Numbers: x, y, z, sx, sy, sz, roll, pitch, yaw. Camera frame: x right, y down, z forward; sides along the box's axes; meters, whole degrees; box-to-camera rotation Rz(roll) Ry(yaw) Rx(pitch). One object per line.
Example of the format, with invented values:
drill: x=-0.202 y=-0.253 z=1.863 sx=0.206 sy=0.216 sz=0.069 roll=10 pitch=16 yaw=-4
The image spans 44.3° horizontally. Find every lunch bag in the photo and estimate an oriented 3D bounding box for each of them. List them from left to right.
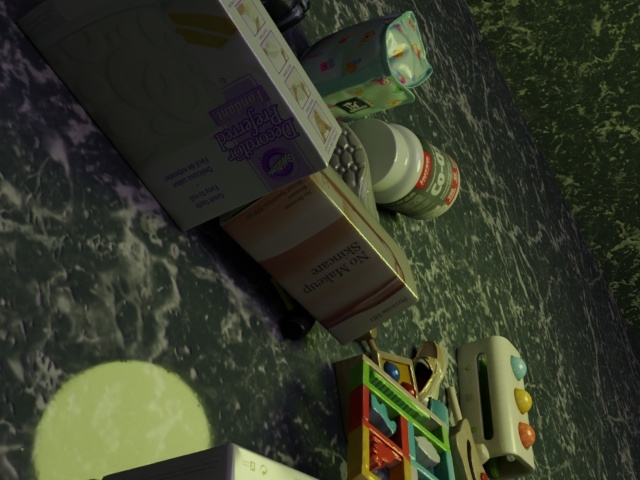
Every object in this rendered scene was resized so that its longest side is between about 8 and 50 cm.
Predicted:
lunch bag: x=0.068 y=-0.312 z=1.468 sx=0.160 sy=0.223 sz=0.262 roll=67 pitch=27 yaw=-19

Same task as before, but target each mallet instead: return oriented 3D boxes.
mallet: x=-0.064 y=0.058 z=1.186 sx=0.190 sy=0.039 sz=0.062 roll=64 pitch=27 yaw=-2

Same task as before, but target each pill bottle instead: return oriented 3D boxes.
pill bottle: x=0.156 y=-0.141 z=1.578 sx=0.283 sy=0.161 sz=0.161 roll=16 pitch=58 yaw=-57

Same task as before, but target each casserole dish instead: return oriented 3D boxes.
casserole dish: x=0.190 y=0.356 z=1.331 sx=0.114 sy=0.037 sz=0.189 roll=-68 pitch=163 yaw=-72

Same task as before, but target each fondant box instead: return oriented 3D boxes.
fondant box: x=-0.162 y=-0.196 z=0.959 sx=0.330 sy=0.238 sz=0.096 roll=54 pitch=30 yaw=-26

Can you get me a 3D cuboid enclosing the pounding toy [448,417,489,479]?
pounding toy: x=0.297 y=0.455 z=1.419 sx=0.154 sy=0.154 sz=0.270 roll=15 pitch=55 yaw=-60

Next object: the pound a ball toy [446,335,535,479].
pound a ball toy: x=0.361 y=0.349 z=1.636 sx=0.208 sy=0.135 sz=0.319 roll=45 pitch=35 yaw=-39

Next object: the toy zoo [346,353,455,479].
toy zoo: x=0.114 y=0.305 z=1.080 sx=0.192 sy=0.030 sz=0.293 roll=42 pitch=22 yaw=-17

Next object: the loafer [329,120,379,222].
loafer: x=0.045 y=-0.063 z=1.408 sx=0.111 sy=0.112 sz=0.320 roll=97 pitch=-16 yaw=-68

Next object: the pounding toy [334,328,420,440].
pounding toy: x=0.111 y=0.225 z=1.315 sx=0.181 sy=0.094 sz=0.206 roll=24 pitch=51 yaw=-54

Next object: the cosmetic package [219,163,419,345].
cosmetic package: x=-0.001 y=0.001 z=1.156 sx=0.296 sy=0.153 sz=0.129 roll=45 pitch=19 yaw=-32

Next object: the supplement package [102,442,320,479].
supplement package: x=-0.102 y=0.371 z=0.739 sx=0.175 sy=0.177 sz=0.293 roll=39 pitch=40 yaw=-44

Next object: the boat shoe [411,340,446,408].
boat shoe: x=0.198 y=0.248 z=1.490 sx=0.059 sy=0.063 sz=0.170 roll=59 pitch=29 yaw=-31

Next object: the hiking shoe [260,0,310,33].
hiking shoe: x=-0.073 y=-0.530 z=1.486 sx=0.132 sy=0.113 sz=0.304 roll=46 pitch=35 yaw=-39
